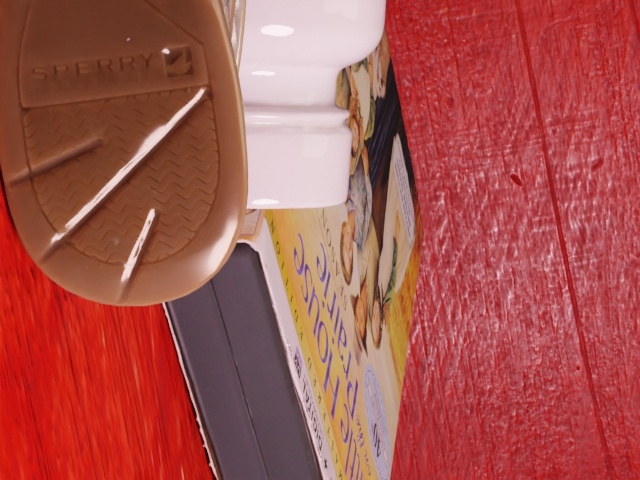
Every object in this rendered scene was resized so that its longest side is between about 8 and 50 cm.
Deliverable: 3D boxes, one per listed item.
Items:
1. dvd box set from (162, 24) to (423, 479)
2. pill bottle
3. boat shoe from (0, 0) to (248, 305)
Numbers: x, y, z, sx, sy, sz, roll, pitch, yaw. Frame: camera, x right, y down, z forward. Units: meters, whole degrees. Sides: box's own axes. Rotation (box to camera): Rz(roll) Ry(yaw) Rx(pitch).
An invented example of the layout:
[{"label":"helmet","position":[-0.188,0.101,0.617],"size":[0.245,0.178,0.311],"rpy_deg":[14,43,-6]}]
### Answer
[{"label":"dvd box set","position":[0.000,0.000,0.950],"size":[0.420,0.062,0.307],"rpy_deg":[-77,158,-54]},{"label":"pill bottle","position":[-0.034,-0.132,0.664],"size":[0.131,0.131,0.229],"rpy_deg":[-71,163,-83]},{"label":"boat shoe","position":[-0.072,-0.124,0.499],"size":[0.089,0.105,0.285],"rpy_deg":[-110,-159,-83]}]
